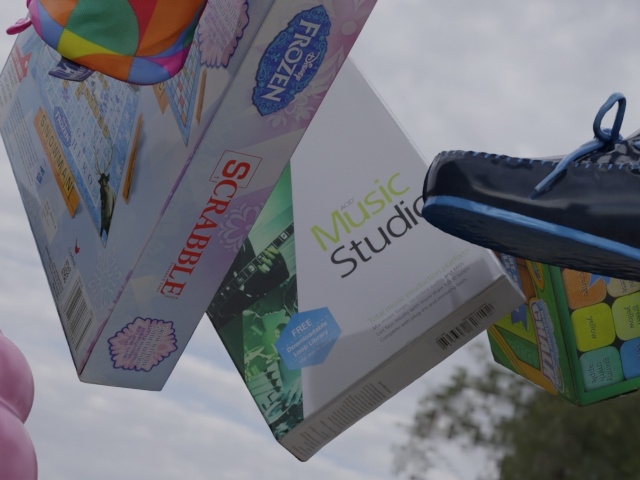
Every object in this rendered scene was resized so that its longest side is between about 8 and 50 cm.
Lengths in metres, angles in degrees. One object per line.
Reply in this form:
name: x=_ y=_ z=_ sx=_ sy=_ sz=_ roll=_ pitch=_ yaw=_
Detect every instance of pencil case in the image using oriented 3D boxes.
pencil case: x=-0.088 y=-0.197 z=0.931 sx=0.104 sy=0.236 sz=0.104 roll=21 pitch=25 yaw=-10

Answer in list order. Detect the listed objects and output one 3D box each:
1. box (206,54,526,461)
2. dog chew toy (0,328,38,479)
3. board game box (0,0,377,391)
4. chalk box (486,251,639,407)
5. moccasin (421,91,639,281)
box: x=0.000 y=0.000 z=1.484 sx=0.058 sy=0.232 sz=0.322 roll=48 pitch=7 yaw=-50
dog chew toy: x=-0.338 y=0.215 z=1.484 sx=0.206 sy=0.332 sz=0.207 roll=7 pitch=-35 yaw=5
board game box: x=-0.108 y=-0.123 z=1.140 sx=0.066 sy=0.318 sz=0.319 roll=11 pitch=34 yaw=-32
chalk box: x=0.272 y=0.038 z=1.616 sx=0.179 sy=0.180 sz=0.289 roll=-15 pitch=10 yaw=-12
moccasin: x=0.238 y=-0.032 z=1.235 sx=0.342 sy=0.117 sz=0.137 roll=10 pitch=-7 yaw=-15
